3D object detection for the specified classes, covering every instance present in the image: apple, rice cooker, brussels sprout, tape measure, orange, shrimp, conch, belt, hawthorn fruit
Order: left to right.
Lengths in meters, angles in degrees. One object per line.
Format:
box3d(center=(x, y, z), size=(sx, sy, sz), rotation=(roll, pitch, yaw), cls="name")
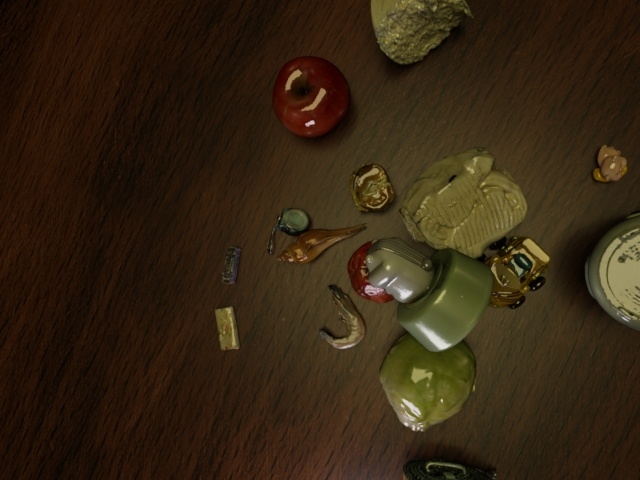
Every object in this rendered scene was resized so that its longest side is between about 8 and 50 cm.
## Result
box3d(center=(-0.117, -0.029, 1.673), size=(0.107, 0.104, 0.179), rotation=(21, 129, -12), cls="tape measure")
box3d(center=(-0.034, -0.474, 1.581), size=(0.261, 0.216, 0.260), rotation=(0, 88, 14), cls="apple")
box3d(center=(-0.002, -0.004, 1.619), size=(0.331, 0.109, 0.093), rotation=(-27, 51, -4), cls="conch")
box3d(center=(0.054, 0.261, 1.616), size=(0.152, 0.046, 0.219), rotation=(-29, 82, 6), cls="shrimp")
box3d(center=(0.170, -0.175, 1.578), size=(0.160, 0.112, 0.169), rotation=(26, 117, 1), cls="orange")
box3d(center=(0.173, 0.091, 1.496), size=(0.208, 0.243, 0.207), rotation=(-2, 84, 20), cls="hawthorn fruit")
box3d(center=(0.318, 0.415, 1.463), size=(0.274, 0.242, 0.316), rotation=(35, 101, -13), cls="brussels sprout")
box3d(center=(0.389, 0.756, 1.437), size=(0.295, 0.207, 0.160), rotation=(5, 91, 11), cls="belt")
box3d(center=(0.906, 0.079, 1.299), size=(0.335, 0.325, 0.334), rotation=(1, 91, 32), cls="rice cooker")

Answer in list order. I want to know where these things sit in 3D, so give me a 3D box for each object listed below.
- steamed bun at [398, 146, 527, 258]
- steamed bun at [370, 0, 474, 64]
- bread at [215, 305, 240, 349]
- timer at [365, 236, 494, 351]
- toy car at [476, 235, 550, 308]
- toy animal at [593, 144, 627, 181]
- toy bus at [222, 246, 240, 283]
box3d(center=(0.407, -0.125, 1.461), size=(0.394, 0.237, 0.346), rotation=(1, 109, -18), cls="steamed bun")
box3d(center=(0.275, -0.713, 1.498), size=(0.272, 0.290, 0.273), rotation=(-43, 62, 13), cls="steamed bun")
box3d(center=(-0.334, 0.314, 1.707), size=(0.068, 0.028, 0.153), rotation=(-11, 83, 13), cls="bread")
box3d(center=(0.263, 0.109, 1.328), size=(0.315, 0.291, 0.290), rotation=(33, 95, -7), cls="timer")
box3d(center=(0.580, 0.096, 1.457), size=(0.248, 0.142, 0.200), rotation=(-45, 79, 5), cls="toy car")
box3d(center=(0.887, -0.231, 1.437), size=(0.092, 0.082, 0.114), rotation=(12, 89, 11), cls="toy animal")
box3d(center=(-0.318, 0.088, 1.701), size=(0.037, 0.052, 0.130), rotation=(8, 87, 17), cls="toy bus")
